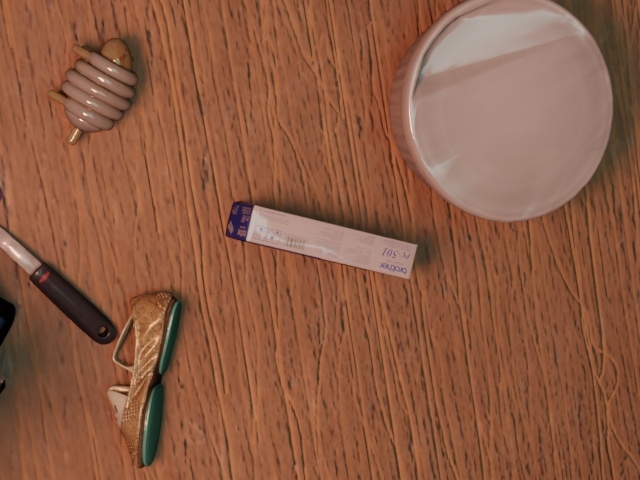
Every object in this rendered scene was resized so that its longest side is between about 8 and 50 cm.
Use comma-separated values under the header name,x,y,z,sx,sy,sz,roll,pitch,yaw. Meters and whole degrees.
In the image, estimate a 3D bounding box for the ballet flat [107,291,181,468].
name,x,y,z,sx,sy,sz,roll,pitch,yaw
ballet flat,-0.211,0.159,1.939,0.067,0.073,0.206,10,88,9

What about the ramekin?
name,x,y,z,sx,sy,sz,roll,pitch,yaw
ramekin,0.207,-0.162,2.012,0.273,0.127,0.273,-1,95,-18

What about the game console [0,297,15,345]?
name,x,y,z,sx,sy,sz,roll,pitch,yaw
game console,-0.374,0.191,1.743,0.173,0.293,0.250,-32,76,1

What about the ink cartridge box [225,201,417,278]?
name,x,y,z,sx,sy,sz,roll,pitch,yaw
ink cartridge box,0.000,0.000,1.971,0.207,0.097,0.046,14,89,-18

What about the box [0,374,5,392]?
name,x,y,z,sx,sy,sz,roll,pitch,yaw
box,-0.432,0.166,1.569,0.175,0.051,0.220,38,76,1

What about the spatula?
name,x,y,z,sx,sy,sz,roll,pitch,yaw
spatula,-0.342,0.017,1.896,0.296,0.030,0.084,45,81,-16

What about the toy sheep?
name,x,y,z,sx,sy,sz,roll,pitch,yaw
toy sheep,-0.254,-0.168,1.886,0.091,0.091,0.132,25,100,-18
